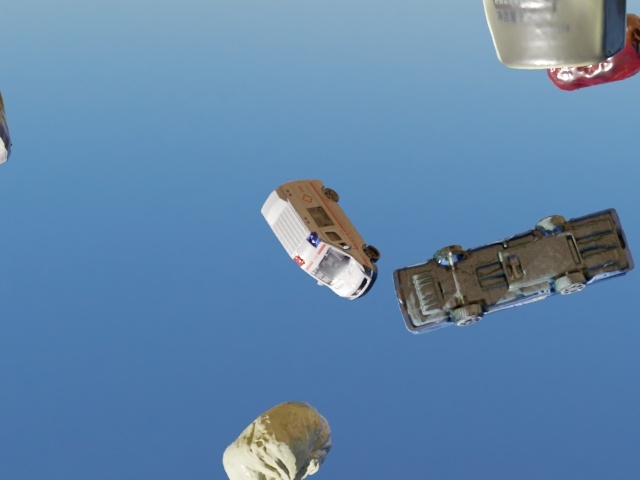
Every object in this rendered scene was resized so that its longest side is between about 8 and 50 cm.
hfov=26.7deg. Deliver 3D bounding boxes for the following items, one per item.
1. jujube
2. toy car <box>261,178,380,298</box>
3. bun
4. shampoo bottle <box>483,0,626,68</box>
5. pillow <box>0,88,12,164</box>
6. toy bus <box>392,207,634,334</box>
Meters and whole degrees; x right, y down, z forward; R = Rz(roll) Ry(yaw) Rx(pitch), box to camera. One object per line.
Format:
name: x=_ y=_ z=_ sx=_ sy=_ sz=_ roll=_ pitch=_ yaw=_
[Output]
jujube: x=0.317 y=-0.209 z=1.529 sx=0.129 sy=0.077 sz=0.077 roll=-23 pitch=178 yaw=36
toy car: x=0.000 y=0.000 z=2.084 sx=0.108 sy=0.089 sz=0.210 roll=-1 pitch=-132 yaw=-47
bun: x=-0.037 y=0.208 z=1.328 sx=0.115 sy=0.115 sz=0.069 roll=-15 pitch=-117 yaw=-45
shampoo bottle: x=0.171 y=-0.315 z=1.065 sx=0.125 sy=0.350 sz=0.084 roll=5 pitch=-156 yaw=36
pillow: x=-0.229 y=-0.152 z=0.781 sx=0.038 sy=0.233 sz=0.130 roll=-25 pitch=-170 yaw=-20
toy bus: x=0.125 y=0.022 z=0.883 sx=0.153 sy=0.051 sz=0.061 roll=-16 pitch=167 yaw=2
